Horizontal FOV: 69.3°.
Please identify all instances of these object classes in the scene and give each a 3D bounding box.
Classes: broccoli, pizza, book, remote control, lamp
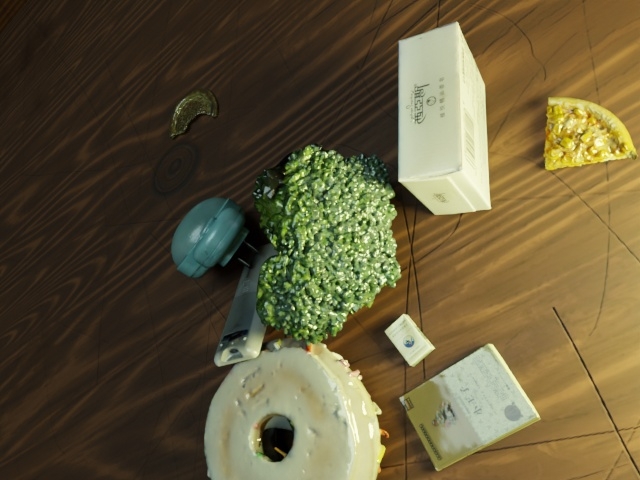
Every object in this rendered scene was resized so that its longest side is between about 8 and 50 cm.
[{"bbox_3d":[0.011,-0.013,0.884,0.317,0.278,0.337,-110,20,-60],"label":"broccoli"},{"bbox_3d":[0.437,-0.178,0.795,0.131,0.041,0.178,-36,60,21],"label":"pizza"},{"bbox_3d":[0.249,0.287,0.798,0.199,0.016,0.138,-38,59,18],"label":"book"},{"bbox_3d":[-0.152,0.119,1.005,0.110,0.055,0.312,-19,37,26],"label":"remote control"},{"bbox_3d":[-0.254,-0.008,1.081,0.284,0.147,0.209,14,69,55],"label":"lamp"}]

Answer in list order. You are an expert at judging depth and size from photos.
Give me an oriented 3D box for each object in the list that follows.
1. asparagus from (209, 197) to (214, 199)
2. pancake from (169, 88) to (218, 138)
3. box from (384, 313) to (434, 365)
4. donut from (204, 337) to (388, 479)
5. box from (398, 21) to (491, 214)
[{"bbox_3d":[-0.292,-0.061,1.241,0.015,0.014,0.114,145,127,-60],"label":"asparagus"},{"bbox_3d":[-0.388,-0.374,1.387,0.184,0.020,0.190,44,101,32],"label":"pancake"},{"bbox_3d":[0.167,0.188,0.874,0.054,0.024,0.083,-45,57,12],"label":"box"},{"bbox_3d":[-0.052,0.374,0.887,0.383,0.142,0.381,-9,72,29],"label":"donut"},{"bbox_3d":[0.226,-0.206,0.838,0.116,0.203,0.273,-6,74,31],"label":"box"}]
